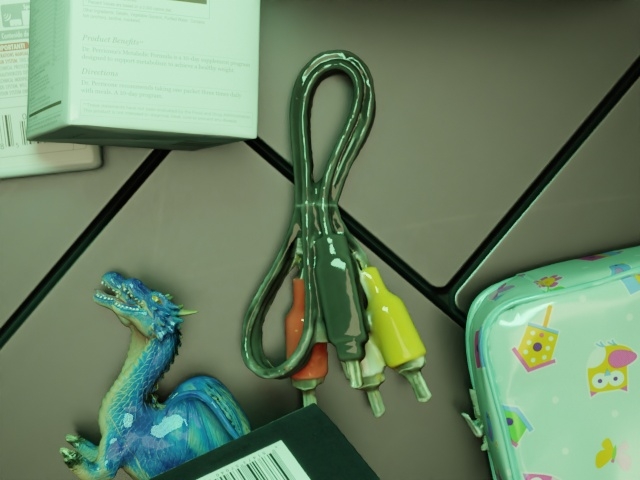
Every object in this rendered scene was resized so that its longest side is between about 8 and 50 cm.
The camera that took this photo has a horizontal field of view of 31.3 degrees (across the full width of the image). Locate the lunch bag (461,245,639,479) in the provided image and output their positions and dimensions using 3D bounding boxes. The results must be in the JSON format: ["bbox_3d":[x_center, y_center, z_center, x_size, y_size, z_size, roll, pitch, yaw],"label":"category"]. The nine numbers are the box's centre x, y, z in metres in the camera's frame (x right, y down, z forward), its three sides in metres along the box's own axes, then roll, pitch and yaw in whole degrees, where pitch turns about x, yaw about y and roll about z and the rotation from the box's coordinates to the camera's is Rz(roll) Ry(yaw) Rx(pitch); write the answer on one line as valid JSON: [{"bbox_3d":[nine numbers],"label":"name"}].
[{"bbox_3d":[0.252,0.121,0.891,0.279,0.108,0.224,-13,96,-4],"label":"lunch bag"}]

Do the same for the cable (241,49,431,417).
[{"bbox_3d":[0.000,0.000,0.905,0.140,0.072,0.287,-9,81,12],"label":"cable"}]

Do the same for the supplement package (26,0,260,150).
[{"bbox_3d":[-0.126,-0.192,0.808,0.134,0.139,0.244,2,90,-26],"label":"supplement package"}]

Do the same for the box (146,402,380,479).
[{"bbox_3d":[-0.029,0.247,0.817,0.153,0.108,0.207,-24,123,-17],"label":"box"}]

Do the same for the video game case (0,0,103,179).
[{"bbox_3d":[-0.345,-0.185,0.861,0.329,0.036,0.299,-6,93,-4],"label":"video game case"}]

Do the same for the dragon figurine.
[{"bbox_3d":[-0.096,0.158,0.871,0.144,0.085,0.289,-41,95,-2],"label":"dragon figurine"}]
